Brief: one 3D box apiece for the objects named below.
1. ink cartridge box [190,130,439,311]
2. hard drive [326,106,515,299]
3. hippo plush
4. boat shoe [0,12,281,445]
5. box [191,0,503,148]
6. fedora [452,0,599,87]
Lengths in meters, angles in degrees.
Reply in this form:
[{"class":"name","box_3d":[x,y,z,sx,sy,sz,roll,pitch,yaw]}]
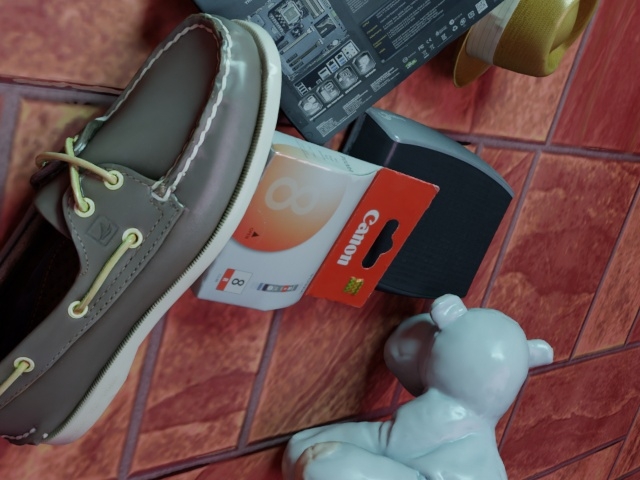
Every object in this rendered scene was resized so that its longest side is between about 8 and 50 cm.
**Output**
[{"class":"ink cartridge box","box_3d":[0.000,0.000,0.684,0.179,0.045,0.145,16,119,-29]},{"class":"hard drive","box_3d":[0.098,-0.022,0.831,0.254,0.054,0.172,16,101,-50]},{"class":"hippo plush","box_3d":[0.103,0.171,0.840,0.234,0.294,0.237,19,79,-20]},{"class":"boat shoe","box_3d":[-0.142,-0.006,0.531,0.096,0.116,0.324,19,110,-49]},{"class":"box","box_3d":[0.033,-0.199,0.598,0.232,0.059,0.183,-39,140,5]},{"class":"fedora","box_3d":[0.195,-0.202,0.753,0.194,0.079,0.194,-50,166,-17]}]
